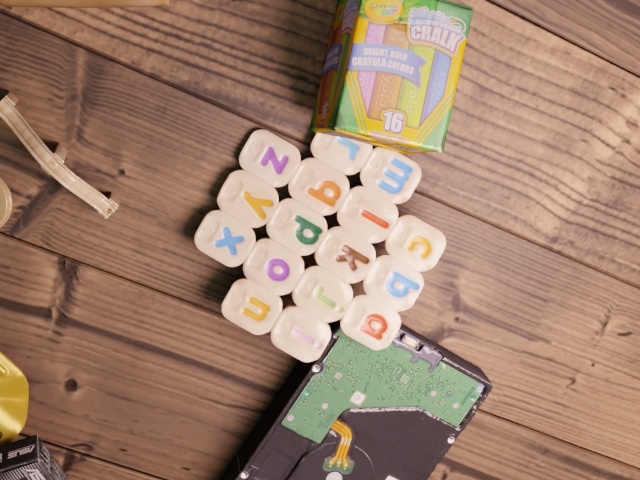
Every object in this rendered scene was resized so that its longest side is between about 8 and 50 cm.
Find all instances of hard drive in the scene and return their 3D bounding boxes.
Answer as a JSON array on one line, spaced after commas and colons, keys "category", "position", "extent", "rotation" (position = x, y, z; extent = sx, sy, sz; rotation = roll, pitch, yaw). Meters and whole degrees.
[{"category": "hard drive", "position": [0.041, 0.266, 1.298], "extent": [0.236, 0.064, 0.339], "rotation": [29, 102, -17]}]

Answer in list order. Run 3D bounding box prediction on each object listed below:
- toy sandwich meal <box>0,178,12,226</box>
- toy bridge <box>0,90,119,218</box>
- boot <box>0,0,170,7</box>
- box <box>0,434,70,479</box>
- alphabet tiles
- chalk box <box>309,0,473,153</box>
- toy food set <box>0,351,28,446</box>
[{"category": "toy sandwich meal", "position": [-0.404, -0.044, 1.140], "extent": [0.085, 0.029, 0.086], "rotation": [-2, 104, -10]}, {"category": "toy bridge", "position": [-0.308, -0.096, 1.119], "extent": [0.026, 0.063, 0.188], "rotation": [-41, 110, 5]}, {"category": "boot", "position": [-0.298, -0.317, 0.986], "extent": [0.269, 0.236, 0.089], "rotation": [-5, 72, -6]}, {"category": "box", "position": [-0.409, 0.337, 1.220], "extent": [0.184, 0.045, 0.191], "rotation": [-15, 135, -2]}, {"category": "alphabet tiles", "position": [0.000, 0.000, 1.193], "extent": [0.278, 0.021, 0.284], "rotation": [29, 93, -3]}, {"category": "chalk box", "position": [0.082, -0.215, 1.098], "extent": [0.132, 0.132, 0.213], "rotation": [11, 92, -12]}, {"category": "toy food set", "position": [-0.459, 0.167, 1.186], "extent": [0.128, 0.071, 0.218], "rotation": [-47, 113, -18]}]
